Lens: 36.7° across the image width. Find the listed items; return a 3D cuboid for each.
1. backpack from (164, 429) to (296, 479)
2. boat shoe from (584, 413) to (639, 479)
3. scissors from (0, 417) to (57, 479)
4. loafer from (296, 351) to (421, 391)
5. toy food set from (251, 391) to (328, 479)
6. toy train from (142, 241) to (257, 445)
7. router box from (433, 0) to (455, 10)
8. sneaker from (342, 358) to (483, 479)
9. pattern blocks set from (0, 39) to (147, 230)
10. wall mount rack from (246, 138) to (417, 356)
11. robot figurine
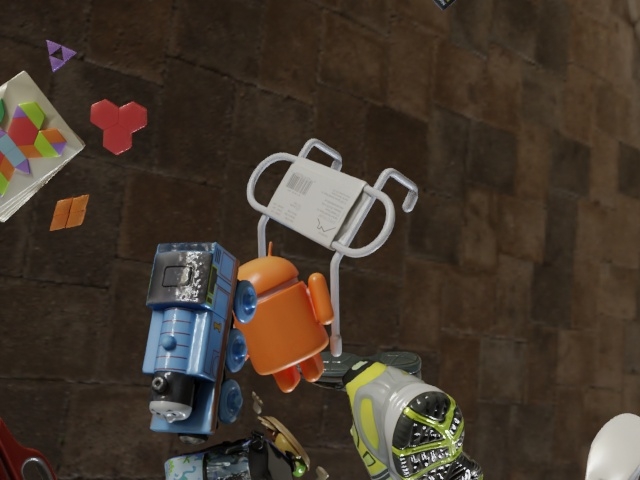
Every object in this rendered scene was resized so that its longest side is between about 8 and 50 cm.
[{"bbox_3d":[-0.090,0.239,0.920,0.105,0.114,0.084,52,30,-57],"label":"backpack"},{"bbox_3d":[0.365,0.308,1.206,0.184,0.066,0.063,-69,153,-25],"label":"boat shoe"},{"bbox_3d":[-0.332,0.177,0.966,0.109,0.021,0.297,-22,99,-53],"label":"scissors"},{"bbox_3d":[0.069,0.274,1.925,0.096,0.268,0.084,-62,148,-69],"label":"loafer"},{"bbox_3d":[-0.067,0.358,1.680,0.038,0.132,0.192,-39,75,-18],"label":"toy food set"},{"bbox_3d":[-0.116,0.092,0.890,0.105,0.080,0.184,44,49,-58],"label":"toy train"},{"bbox_3d":[0.170,-0.446,1.414,0.179,0.133,0.046,45,47,-9],"label":"router box"},{"bbox_3d":[0.126,0.298,1.348,0.145,0.147,0.384,-33,138,-22],"label":"sneaker"},{"bbox_3d":[-0.436,-0.132,1.356,0.285,0.026,0.325,39,96,-14],"label":"pattern blocks set"},{"bbox_3d":[0.000,0.000,1.586,0.130,0.350,0.304,32,87,-43],"label":"wall mount rack"},{"bbox_3d":[-0.067,0.118,1.477,0.128,0.158,0.219,-26,91,-42],"label":"robot figurine"}]
